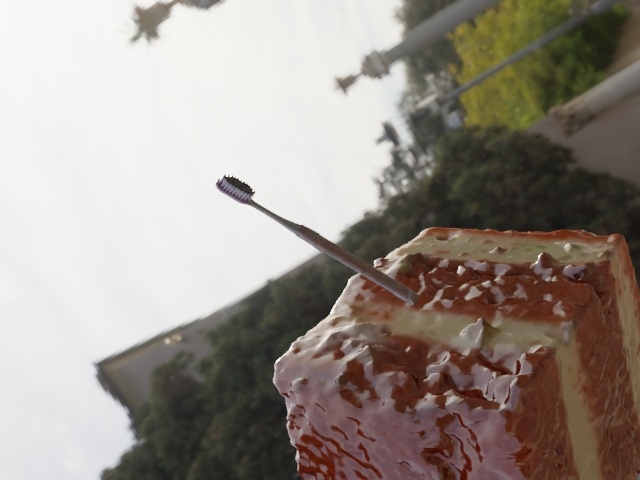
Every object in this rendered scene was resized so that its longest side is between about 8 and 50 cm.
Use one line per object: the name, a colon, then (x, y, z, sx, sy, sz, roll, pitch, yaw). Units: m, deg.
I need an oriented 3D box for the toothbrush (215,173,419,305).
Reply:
toothbrush: (0.000, 0.000, 0.478, 0.097, 0.008, 0.006, 31, -125, -13)

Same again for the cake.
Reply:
cake: (0.157, 0.155, 1.159, 0.319, 0.269, 0.270, -45, -51, -43)
